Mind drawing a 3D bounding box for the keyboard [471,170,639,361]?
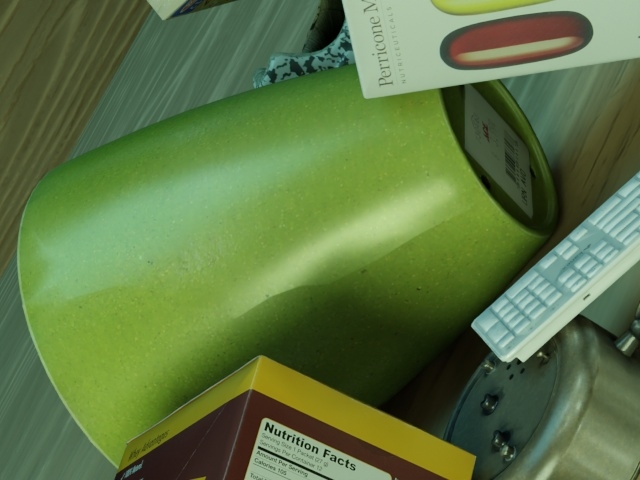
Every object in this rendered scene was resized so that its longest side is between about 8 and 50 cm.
[{"bbox_3d":[0.183,-0.030,0.820,0.256,0.014,0.072,-42,20,2],"label":"keyboard"}]

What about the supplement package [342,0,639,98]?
[{"bbox_3d":[0.133,-0.187,0.912,0.244,0.139,0.134,-9,34,10],"label":"supplement package"}]

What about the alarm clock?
[{"bbox_3d":[0.127,0.086,0.815,0.192,0.064,0.129,-49,19,19],"label":"alarm clock"}]

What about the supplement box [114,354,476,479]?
[{"bbox_3d":[-0.041,0.192,0.796,0.191,0.129,0.194,-37,31,55],"label":"supplement box"}]

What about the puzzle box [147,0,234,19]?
[{"bbox_3d":[0.045,-0.341,1.298,0.409,0.052,0.272,-38,-1,24],"label":"puzzle box"}]

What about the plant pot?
[{"bbox_3d":[0.000,0.000,1.039,0.293,0.275,0.275,-29,30,27],"label":"plant pot"}]

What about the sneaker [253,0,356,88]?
[{"bbox_3d":[0.071,-0.235,1.301,0.158,0.182,0.410,-30,32,57],"label":"sneaker"}]
